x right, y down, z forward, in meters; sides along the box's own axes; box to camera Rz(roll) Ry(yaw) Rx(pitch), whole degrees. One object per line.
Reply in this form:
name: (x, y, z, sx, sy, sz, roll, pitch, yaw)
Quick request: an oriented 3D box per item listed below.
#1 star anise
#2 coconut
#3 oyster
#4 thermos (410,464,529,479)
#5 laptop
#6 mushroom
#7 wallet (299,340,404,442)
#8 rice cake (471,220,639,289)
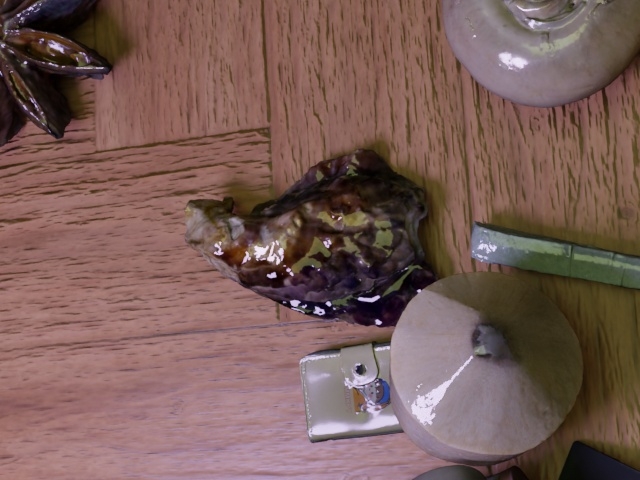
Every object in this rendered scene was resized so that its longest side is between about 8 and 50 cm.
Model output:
star anise: (-0.414, -0.265, 1.647, 0.332, 0.117, 0.331, -1, 85, 12)
coconut: (0.170, 0.135, 1.307, 0.202, 0.222, 0.202, 0, 72, -1)
oyster: (-0.001, -0.003, 1.469, 0.271, 0.100, 0.275, -34, 68, -3)
thermos: (0.112, 0.328, 1.340, 0.265, 0.176, 0.146, -29, 39, 16)
laptop: (0.286, 0.319, 1.328, 0.129, 0.016, 0.180, 22, 90, 56)
mushroom: (0.251, -0.277, 1.359, 0.246, 0.202, 0.246, -4, 73, 13)
wallet: (0.055, 0.175, 1.453, 0.155, 0.039, 0.110, -10, 83, 19)
rice cake: (0.286, 0.021, 1.387, 0.245, 0.042, 0.045, 12, 99, 20)
